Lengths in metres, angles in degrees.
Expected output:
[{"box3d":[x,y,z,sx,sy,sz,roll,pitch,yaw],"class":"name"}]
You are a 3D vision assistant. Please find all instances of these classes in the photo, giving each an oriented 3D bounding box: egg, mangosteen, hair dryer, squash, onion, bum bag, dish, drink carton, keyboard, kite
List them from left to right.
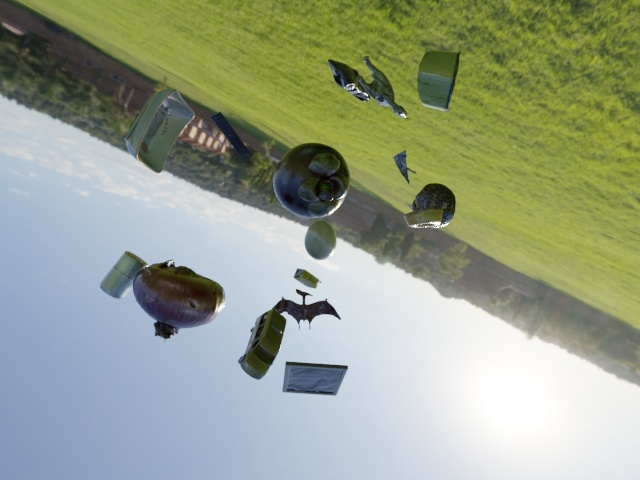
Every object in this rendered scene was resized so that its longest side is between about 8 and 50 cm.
[{"box3d":[-0.700,0.205,1.705,0.357,0.173,0.107,41,172,-35],"class":"hair dryer"},{"box3d":[-0.447,-0.306,1.124,0.077,0.212,0.151,27,173,7],"class":"dish"},{"box3d":[-0.538,0.233,1.546,0.348,0.285,0.347,21,176,1],"class":"onion"},{"box3d":[-0.374,-0.441,1.722,0.061,0.013,0.204,-9,129,38],"class":"keyboard"},{"box3d":[-0.064,0.227,2.346,0.084,0.074,0.200,3,153,41],"class":"drink carton"},{"box3d":[-0.034,-0.217,1.553,0.300,0.300,0.300,25,-177,-2],"class":"mangosteen"},{"box3d":[0.000,0.000,2.328,0.186,0.241,0.186,0,-142,0],"class":"egg"},{"box3d":[0.127,-0.677,1.743,0.144,0.095,0.340,56,-157,8],"class":"bum bag"},{"box3d":[0.341,-0.303,1.675,0.159,0.010,0.190,52,169,41],"class":"kite"},{"box3d":[0.445,-0.594,1.545,0.133,0.220,0.220,11,179,18],"class":"squash"}]

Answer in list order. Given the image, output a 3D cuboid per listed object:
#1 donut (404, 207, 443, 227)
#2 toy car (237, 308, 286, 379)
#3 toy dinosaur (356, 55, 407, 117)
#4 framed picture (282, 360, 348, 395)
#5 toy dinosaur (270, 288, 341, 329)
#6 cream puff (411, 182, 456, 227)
[{"box3d":[0.452,-0.093,1.804,0.162,0.065,0.178,-16,168,43],"class":"donut"},{"box3d":[-0.200,0.368,1.486,0.101,0.124,0.256,41,-154,-17],"class":"toy car"},{"box3d":[0.199,-0.497,1.371,0.162,0.077,0.294,37,-149,-37],"class":"toy dinosaur"},{"box3d":[-0.030,0.555,1.645,0.241,0.020,0.324,6,143,-5],"class":"framed picture"},{"box3d":[-0.072,0.358,2.034,0.327,0.206,0.113,26,-170,-3],"class":"toy dinosaur"},{"box3d":[0.580,-0.181,2.141,0.165,0.239,0.239,5,-168,-25],"class":"cream puff"}]
